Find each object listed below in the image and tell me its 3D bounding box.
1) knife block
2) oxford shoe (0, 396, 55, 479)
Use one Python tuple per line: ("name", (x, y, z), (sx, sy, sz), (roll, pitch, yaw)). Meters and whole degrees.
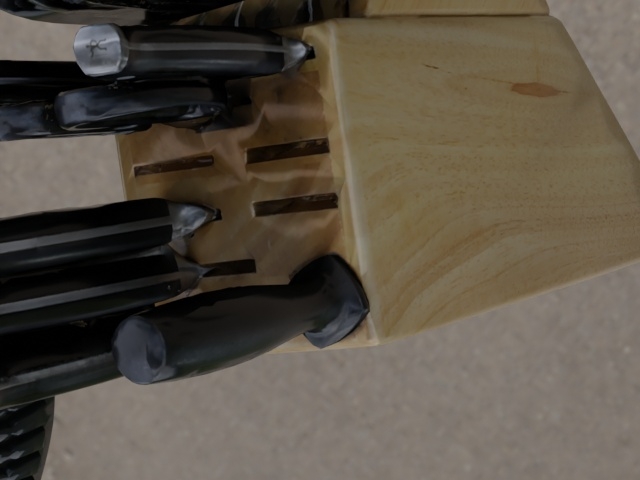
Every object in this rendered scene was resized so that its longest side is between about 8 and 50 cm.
("knife block", (0.000, 0.000, 0.529), (0.088, 0.242, 0.275), (-5, 139, 35))
("oxford shoe", (-0.140, 0.021, 0.533), (0.096, 0.083, 0.227), (33, 131, 49))
